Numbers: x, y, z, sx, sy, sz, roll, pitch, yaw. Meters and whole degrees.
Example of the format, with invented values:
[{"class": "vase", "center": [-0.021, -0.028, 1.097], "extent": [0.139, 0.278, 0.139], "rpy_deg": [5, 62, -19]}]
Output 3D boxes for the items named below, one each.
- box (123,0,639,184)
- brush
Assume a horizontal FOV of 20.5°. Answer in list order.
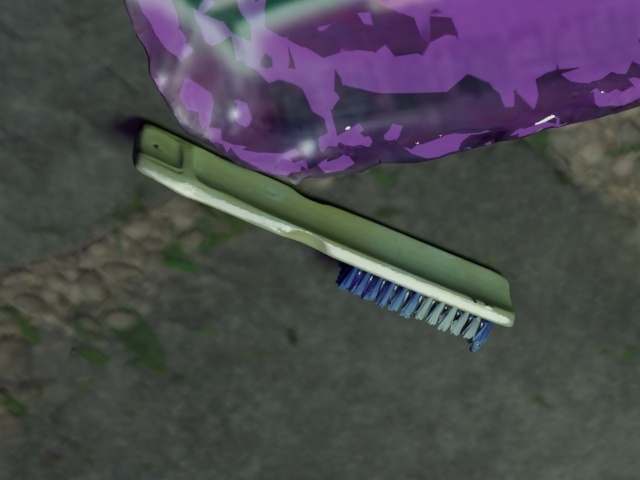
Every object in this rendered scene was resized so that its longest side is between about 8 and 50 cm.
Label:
[{"class": "box", "center": [0.032, -0.138, 0.478], "extent": [0.134, 0.345, 0.097], "rpy_deg": [-14, 116, 11]}, {"class": "brush", "center": [0.000, 0.000, 0.744], "extent": [0.178, 0.033, 0.030], "rpy_deg": [23, 132, -15]}]
